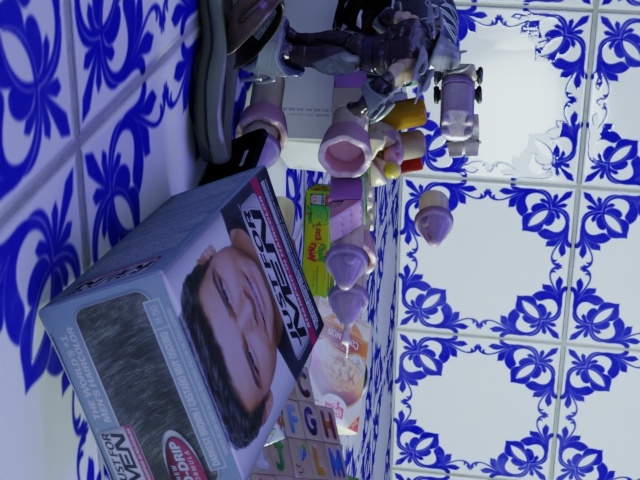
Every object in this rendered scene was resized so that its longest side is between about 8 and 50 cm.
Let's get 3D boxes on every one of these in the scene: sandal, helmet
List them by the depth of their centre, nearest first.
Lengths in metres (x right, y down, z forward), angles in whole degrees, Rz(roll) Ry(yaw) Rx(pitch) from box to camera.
[{"bbox_3d":[-0.083,-0.232,1.420,0.120,0.086,0.303,-17,112,-81],"label":"sandal"},{"bbox_3d":[0.103,-0.281,1.713,0.169,0.161,0.169,2,88,-59],"label":"helmet"}]

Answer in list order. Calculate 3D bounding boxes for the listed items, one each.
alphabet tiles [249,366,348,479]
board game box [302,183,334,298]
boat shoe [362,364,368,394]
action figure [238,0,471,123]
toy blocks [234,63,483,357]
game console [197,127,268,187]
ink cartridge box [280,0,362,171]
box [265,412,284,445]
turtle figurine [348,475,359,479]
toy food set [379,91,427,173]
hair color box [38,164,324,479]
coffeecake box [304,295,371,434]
[{"bbox_3d":[-0.024,0.326,1.790,0.285,0.011,0.342,24,48,-60],"label":"alphabet tiles"},{"bbox_3d":[0.000,0.000,2.209,0.092,0.043,0.181,-45,139,-76],"label":"board game box"},{"bbox_3d":[0.024,0.232,2.257,0.302,0.114,0.091,-69,167,-64],"label":"boat shoe"},{"bbox_3d":[0.037,-0.222,1.552,0.185,0.285,0.099,-72,165,-53],"label":"action figure"},{"bbox_3d":[0.052,-0.043,1.654,0.260,0.309,0.289,-85,173,-48],"label":"toy blocks"},{"bbox_3d":[-0.100,-0.054,1.469,0.071,0.107,0.122,55,29,-28],"label":"game console"},{"bbox_3d":[0.003,-0.249,1.873,0.198,0.114,0.273,48,47,-77],"label":"ink cartridge box"},{"bbox_3d":[-0.084,0.128,1.481,0.207,0.036,0.114,-99,164,-59],"label":"box"},{"bbox_3d":[0.048,0.524,2.215,0.198,0.274,0.266,-145,-131,-83],"label":"turtle figurine"},{"bbox_3d":[0.082,-0.147,1.852,0.232,0.104,0.111,-136,-144,-79],"label":"toy food set"},{"bbox_3d":[-0.105,0.071,1.173,0.374,0.113,0.185,-57,128,-71],"label":"hair color box"},{"bbox_3d":[0.004,0.200,2.066,0.142,0.068,0.185,32,58,-45],"label":"coffeecake box"}]
